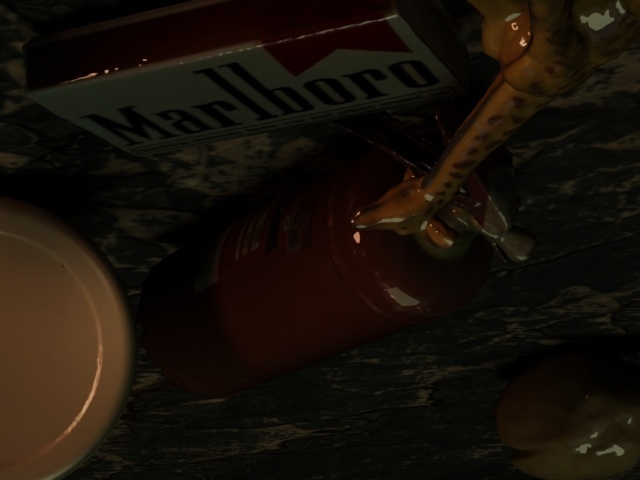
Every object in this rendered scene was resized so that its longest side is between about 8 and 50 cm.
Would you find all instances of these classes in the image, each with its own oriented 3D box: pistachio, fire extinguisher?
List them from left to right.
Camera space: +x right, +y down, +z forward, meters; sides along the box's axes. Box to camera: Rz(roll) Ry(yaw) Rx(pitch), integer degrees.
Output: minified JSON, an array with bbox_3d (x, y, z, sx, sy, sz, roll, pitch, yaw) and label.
[{"bbox_3d":[0.000,0.000,0.920,0.147,0.106,0.337,32,147,-23],"label":"fire extinguisher"},{"bbox_3d":[0.244,0.169,1.520,0.136,0.135,0.226,2,169,-21],"label":"pistachio"}]

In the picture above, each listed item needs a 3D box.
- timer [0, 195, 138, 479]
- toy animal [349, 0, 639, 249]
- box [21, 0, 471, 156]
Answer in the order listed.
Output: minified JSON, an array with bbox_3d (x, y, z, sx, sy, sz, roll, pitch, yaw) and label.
[{"bbox_3d":[-0.201,0.057,1.018,0.175,0.175,0.266,-3,-178,-4],"label":"timer"},{"bbox_3d":[0.081,-0.079,0.652,0.149,0.054,0.275,-23,159,-9],"label":"toy animal"},{"bbox_3d":[-0.031,-0.081,0.722,0.177,0.036,0.115,-10,164,18],"label":"box"}]
